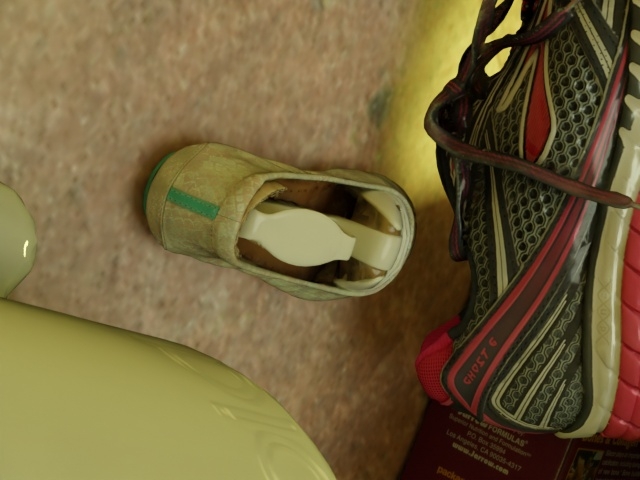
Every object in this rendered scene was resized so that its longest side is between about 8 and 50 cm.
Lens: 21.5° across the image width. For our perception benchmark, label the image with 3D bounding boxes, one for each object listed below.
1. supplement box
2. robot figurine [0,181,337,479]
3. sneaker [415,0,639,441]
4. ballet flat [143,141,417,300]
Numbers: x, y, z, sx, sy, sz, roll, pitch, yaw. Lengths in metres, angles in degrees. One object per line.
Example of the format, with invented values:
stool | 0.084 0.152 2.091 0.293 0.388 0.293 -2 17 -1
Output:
supplement box | 0.114 0.080 0.816 0.104 0.081 0.188 14 98 -54
robot figurine | -0.121 0.105 0.427 0.353 0.200 0.300 20 55 -55
sneaker | 0.098 -0.065 0.686 0.121 0.112 0.299 -21 113 -79
ballet flat | 0.000 0.000 0.648 0.168 0.052 0.057 7 103 -54
